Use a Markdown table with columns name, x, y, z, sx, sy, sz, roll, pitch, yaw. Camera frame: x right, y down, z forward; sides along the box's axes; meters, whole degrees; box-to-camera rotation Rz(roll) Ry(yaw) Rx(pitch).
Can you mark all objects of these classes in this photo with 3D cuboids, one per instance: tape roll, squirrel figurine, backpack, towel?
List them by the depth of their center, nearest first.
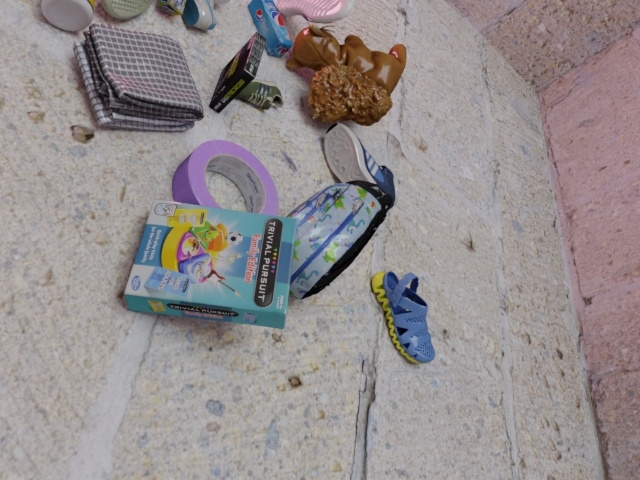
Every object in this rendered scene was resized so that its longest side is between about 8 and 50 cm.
| name | x | y | z | sx | sy | sz | roll | pitch | yaw |
| --- | --- | --- | --- | --- | --- | --- | --- | --- | --- |
| towel | -0.444 | -0.406 | 1.402 | 0.283 | 0.121 | 0.235 | -7 | 72 | -51 |
| tape roll | -0.244 | -0.123 | 1.464 | 0.274 | 0.090 | 0.275 | 25 | 49 | -33 |
| backpack | 0.000 | 0.000 | 1.515 | 0.273 | 0.290 | 0.356 | 35 | 51 | -12 |
| squirrel figurine | 0.073 | -0.583 | 1.946 | 0.370 | 0.281 | 0.397 | 28 | 46 | -22 |

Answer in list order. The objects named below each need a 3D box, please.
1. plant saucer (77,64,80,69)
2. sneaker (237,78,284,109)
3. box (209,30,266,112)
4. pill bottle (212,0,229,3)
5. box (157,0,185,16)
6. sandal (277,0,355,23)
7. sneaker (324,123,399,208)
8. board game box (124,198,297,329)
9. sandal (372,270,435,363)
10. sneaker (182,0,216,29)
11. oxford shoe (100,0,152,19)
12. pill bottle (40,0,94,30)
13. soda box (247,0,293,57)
| name | x | y | z | sx | sy | sz | roll | pitch | yaw |
| --- | --- | --- | --- | --- | --- | --- | --- | --- | --- |
| plant saucer | -0.564 | -0.432 | 1.394 | 0.083 | 0.013 | 0.084 | 26 | 49 | -33 |
| sneaker | -0.184 | -0.450 | 1.748 | 0.192 | 0.064 | 0.086 | -20 | 76 | -52 |
| box | -0.239 | -0.487 | 1.624 | 0.045 | 0.184 | 0.191 | 31 | 48 | -26 |
| pill bottle | -0.331 | -0.896 | 1.828 | 0.136 | 0.136 | 0.246 | 19 | 53 | -36 |
| box | -0.425 | -0.754 | 1.648 | 0.059 | 0.054 | 0.169 | 28 | 69 | -60 |
| sandal | 0.002 | -0.823 | 1.970 | 0.102 | 0.169 | 0.416 | 43 | -3 | -43 |
| sneaker | 0.156 | -0.245 | 1.932 | 0.236 | 0.130 | 0.323 | -4 | 64 | -57 |
| board game box | -0.231 | 0.048 | 1.247 | 0.335 | 0.079 | 0.254 | 7 | 55 | -4 |
| sandal | 0.277 | 0.227 | 1.731 | 0.126 | 0.138 | 0.318 | -18 | 81 | -51 |
| sneaker | -0.389 | -0.754 | 1.731 | 0.092 | 0.087 | 0.229 | -1 | 72 | -55 |
| oxford shoe | -0.528 | -0.787 | 1.581 | 0.129 | 0.169 | 0.450 | 8 | 59 | 6 |
| pill bottle | -0.620 | -0.636 | 1.387 | 0.117 | 0.117 | 0.215 | 15 | 55 | -39 |
| soda box | -0.175 | -0.746 | 1.941 | 0.067 | 0.071 | 0.210 | -10 | 73 | -48 |
